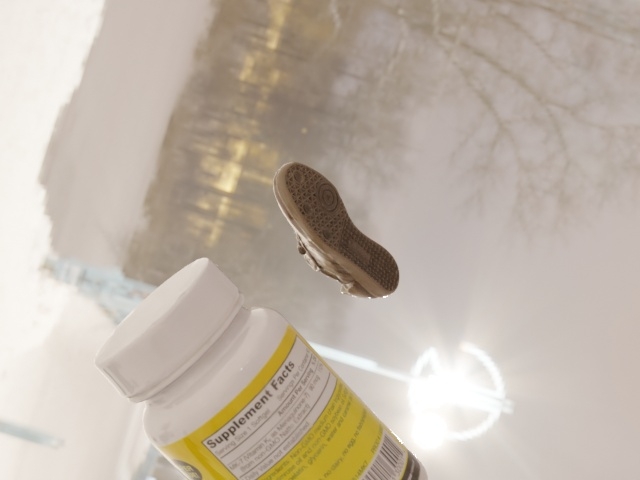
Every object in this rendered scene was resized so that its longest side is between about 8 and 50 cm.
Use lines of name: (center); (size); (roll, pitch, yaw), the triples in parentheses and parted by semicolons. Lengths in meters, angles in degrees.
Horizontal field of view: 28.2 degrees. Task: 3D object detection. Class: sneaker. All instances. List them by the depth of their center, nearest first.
sneaker: (0.000, 0.000, 1.270); (0.071, 0.188, 0.066); (-14, -140, 39)

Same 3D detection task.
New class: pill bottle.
pill bottle: (-0.038, 0.118, 0.821); (0.119, 0.208, 0.119); (-40, -168, 10)
